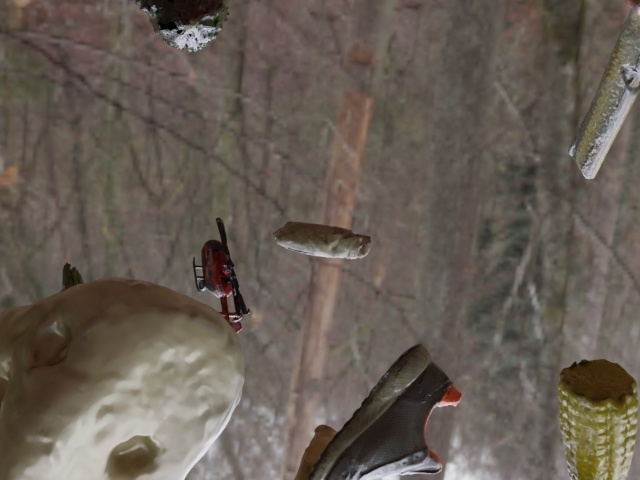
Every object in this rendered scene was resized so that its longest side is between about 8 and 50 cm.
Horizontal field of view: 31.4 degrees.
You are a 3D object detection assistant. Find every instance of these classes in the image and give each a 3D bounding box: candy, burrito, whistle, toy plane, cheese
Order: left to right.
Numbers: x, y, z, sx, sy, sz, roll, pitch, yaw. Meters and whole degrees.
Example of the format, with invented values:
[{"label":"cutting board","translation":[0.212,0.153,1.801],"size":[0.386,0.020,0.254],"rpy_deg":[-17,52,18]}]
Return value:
[{"label":"cheese","translation":[-0.195,0.116,1.010],"size":[0.174,0.248,0.251],"rpy_deg":[35,-162,-37]},{"label":"toy plane","translation":[-0.115,0.050,1.331],"size":[0.037,0.145,0.060],"rpy_deg":[7,150,-37]},{"label":"burrito","translation":[0.000,-0.002,1.717],"size":[0.188,0.045,0.058],"rpy_deg":[6,-164,42]},{"label":"candy","translation":[0.358,0.259,1.469],"size":[0.094,0.199,0.106],"rpy_deg":[-14,-155,-16]},{"label":"whistle","translation":[0.458,-0.229,1.759],"size":[0.057,0.326,0.068],"rpy_deg":[-16,-125,-26]}]

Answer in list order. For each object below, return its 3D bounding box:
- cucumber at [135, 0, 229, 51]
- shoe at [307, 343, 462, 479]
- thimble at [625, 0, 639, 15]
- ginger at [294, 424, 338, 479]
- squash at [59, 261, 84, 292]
[{"label":"cucumber","translation":[-0.140,-0.249,1.152],"size":[0.096,0.096,0.359],"rpy_deg":[5,-165,-7]},{"label":"shoe","translation":[0.115,0.344,1.881],"size":[0.171,0.336,0.132],"rpy_deg":[38,177,7]},{"label":"thimble","translation":[0.562,-0.403,1.444],"size":[0.231,0.350,0.350],"rpy_deg":[24,-167,-10]},{"label":"ginger","translation":[-0.018,0.582,2.222],"size":[0.122,0.348,0.363],"rpy_deg":[2,-141,-23]},{"label":"squash","translation":[-0.480,0.208,2.248],"size":[0.094,0.341,0.094],"rpy_deg":[-15,166,-4]}]
